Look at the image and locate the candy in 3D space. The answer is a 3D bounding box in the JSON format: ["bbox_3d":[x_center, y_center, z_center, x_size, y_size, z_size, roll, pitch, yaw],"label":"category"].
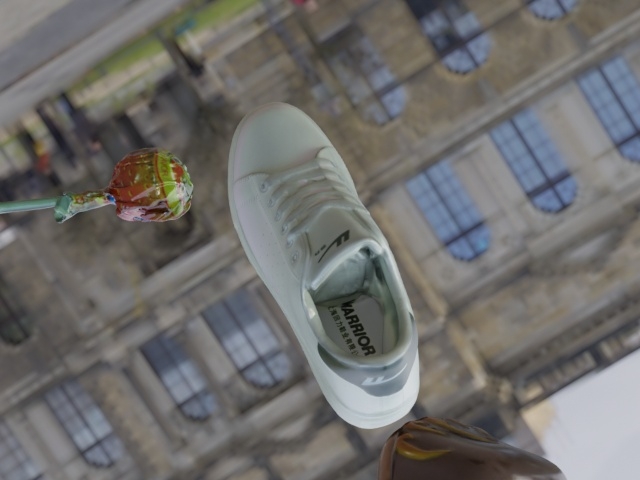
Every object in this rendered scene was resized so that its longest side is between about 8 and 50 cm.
[{"bbox_3d":[-0.195,-0.032,1.239,0.201,0.060,0.060,-8,-169,9],"label":"candy"}]

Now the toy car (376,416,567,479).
[{"bbox_3d":[0.145,0.288,1.267,0.341,0.240,0.271,22,-178,38],"label":"toy car"}]

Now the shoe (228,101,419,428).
[{"bbox_3d":[0.000,0.000,1.604,0.132,0.363,0.160,-19,160,-10],"label":"shoe"}]
